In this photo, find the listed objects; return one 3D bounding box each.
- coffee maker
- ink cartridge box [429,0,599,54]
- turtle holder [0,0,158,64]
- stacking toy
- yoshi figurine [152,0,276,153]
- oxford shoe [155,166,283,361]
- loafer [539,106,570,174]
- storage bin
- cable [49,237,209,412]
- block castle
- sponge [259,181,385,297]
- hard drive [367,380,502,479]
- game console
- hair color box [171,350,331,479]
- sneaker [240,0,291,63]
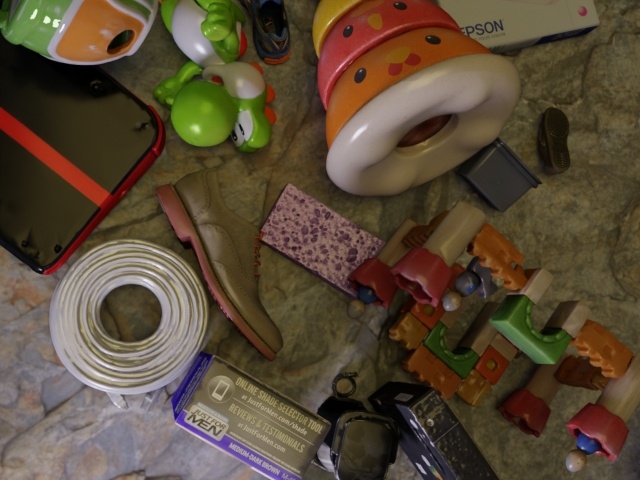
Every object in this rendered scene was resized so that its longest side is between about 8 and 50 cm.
[{"bbox_3d":[0.049,0.310,1.241,0.120,0.178,0.171,-10,84,-14],"label":"coffee maker"},{"bbox_3d":[0.352,-0.537,1.487,0.324,0.071,0.330,-15,87,-13],"label":"ink cartridge box"},{"bbox_3d":[-0.395,-0.413,1.211,0.227,0.320,0.243,19,107,-34],"label":"turtle holder"},{"bbox_3d":[0.091,-0.348,1.325,0.351,0.350,0.479,-21,69,-14],"label":"stacking toy"},{"bbox_3d":[-0.209,-0.310,1.284,0.203,0.203,0.362,-24,90,2],"label":"yoshi figurine"},{"bbox_3d":[-0.140,0.035,1.267,0.130,0.123,0.348,-30,89,-10],"label":"oxford shoe"},{"bbox_3d":[0.448,-0.191,1.467,0.056,0.050,0.148,14,64,-13],"label":"loafer"},{"bbox_3d":[0.324,-0.123,1.409,0.135,0.098,0.091,43,93,-19],"label":"storage bin"},{"bbox_3d":[-0.312,0.122,1.239,0.257,0.089,0.257,39,76,-4],"label":"cable"},{"bbox_3d":[0.270,0.163,1.238,0.453,0.303,0.213,41,76,-9],"label":"block castle"},{"bbox_3d":[0.000,0.000,1.352,0.210,0.031,0.117,32,77,-6],"label":"sponge"},{"bbox_3d":[0.224,0.385,1.237,0.064,0.237,0.339,-34,89,-14],"label":"hard drive"},{"bbox_3d":[-0.495,-0.184,1.270,0.387,0.060,0.342,39,80,-4],"label":"game console"},{"bbox_3d":[-0.119,0.255,1.131,0.185,0.339,0.110,32,76,-6],"label":"hair color box"},{"bbox_3d":[-0.100,-0.435,1.366,0.083,0.087,0.221,-22,87,-15],"label":"sneaker"}]
